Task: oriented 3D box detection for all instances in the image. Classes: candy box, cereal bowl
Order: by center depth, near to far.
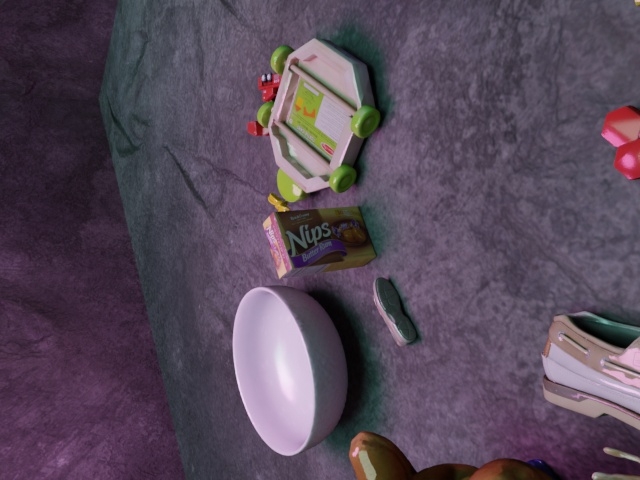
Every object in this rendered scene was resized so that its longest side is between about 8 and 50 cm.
[{"bbox_3d":[0.000,0.000,0.908,0.053,0.186,0.109,-40,62,49],"label":"candy box"},{"bbox_3d":[-0.051,0.256,1.061,0.338,0.141,0.340,13,106,54],"label":"cereal bowl"}]

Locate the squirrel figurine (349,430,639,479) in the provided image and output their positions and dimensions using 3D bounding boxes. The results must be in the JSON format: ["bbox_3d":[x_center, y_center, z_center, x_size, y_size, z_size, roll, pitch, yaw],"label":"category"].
[{"bbox_3d":[0.275,0.339,0.491,0.370,0.397,0.281,-32,31,27],"label":"squirrel figurine"}]

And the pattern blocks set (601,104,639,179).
[{"bbox_3d":[0.424,-0.033,0.430,0.285,0.026,0.325,-36,65,52],"label":"pattern blocks set"}]

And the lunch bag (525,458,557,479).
[{"bbox_3d":[0.268,0.347,0.677,0.067,0.065,0.099,57,137,34],"label":"lunch bag"}]

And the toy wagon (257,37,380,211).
[{"bbox_3d":[-0.022,-0.205,0.990,0.267,0.068,0.345,45,131,31],"label":"toy wagon"}]

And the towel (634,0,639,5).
[{"bbox_3d":[0.396,-0.297,0.436,0.237,0.021,0.102,1,95,56],"label":"towel"}]

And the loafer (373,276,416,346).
[{"bbox_3d":[0.121,0.126,0.881,0.125,0.045,0.039,64,147,23],"label":"loafer"}]

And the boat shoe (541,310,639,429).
[{"bbox_3d":[0.342,0.128,0.485,0.302,0.113,0.104,-8,85,62],"label":"boat shoe"}]

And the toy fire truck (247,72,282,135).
[{"bbox_3d":[-0.100,-0.304,1.133,0.192,0.047,0.136,15,107,53],"label":"toy fire truck"}]
